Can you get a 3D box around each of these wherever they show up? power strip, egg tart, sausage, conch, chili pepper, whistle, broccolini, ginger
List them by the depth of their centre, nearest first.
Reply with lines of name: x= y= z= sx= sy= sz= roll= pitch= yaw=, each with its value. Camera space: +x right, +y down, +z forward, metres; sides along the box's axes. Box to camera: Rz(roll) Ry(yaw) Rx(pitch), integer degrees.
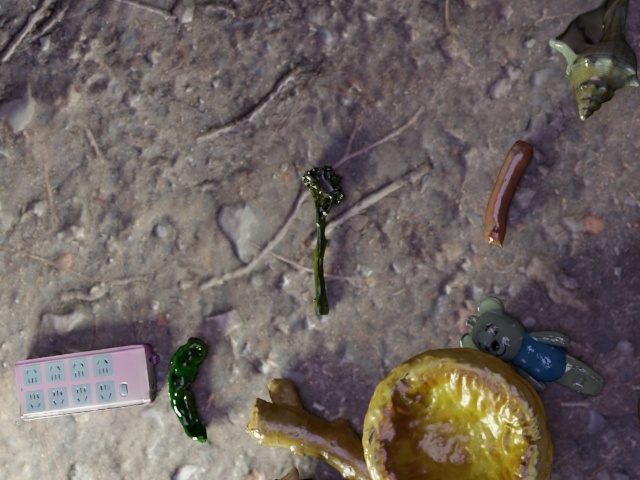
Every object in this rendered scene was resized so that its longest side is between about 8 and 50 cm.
conch: x=0.431 y=-0.286 z=1.835 sx=0.137 sy=0.114 sz=0.234 roll=-1 pitch=51 yaw=5
egg tart: x=0.224 y=0.325 z=1.836 sx=0.319 sy=0.128 sz=0.318 roll=-2 pitch=82 yaw=19
whistle: x=0.338 y=0.182 z=1.846 sx=0.236 sy=0.077 sz=0.114 roll=28 pitch=114 yaw=12
sausage: x=0.303 y=-0.077 z=1.884 sx=0.047 sy=0.040 sz=0.176 roll=20 pitch=93 yaw=9
ginger: x=0.012 y=0.346 z=1.926 sx=0.299 sy=0.065 sz=0.118 roll=32 pitch=76 yaw=13
broccolini: x=0.007 y=-0.001 z=1.971 sx=0.058 sy=0.071 sz=0.254 roll=-3 pitch=94 yaw=-26
chili pepper: x=-0.229 y=0.259 z=2.006 sx=0.073 sy=0.050 sz=0.182 roll=-3 pitch=89 yaw=8
power strip: x=-0.418 y=0.252 z=2.063 sx=0.279 sy=0.037 sz=0.109 roll=-9 pitch=84 yaw=15

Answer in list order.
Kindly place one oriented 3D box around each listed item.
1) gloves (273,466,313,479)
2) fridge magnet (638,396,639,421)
gloves: x=-0.054 y=0.463 z=1.917 sx=0.203 sy=0.124 sz=0.164 roll=-23 pitch=104 yaw=-8
fridge magnet: x=0.553 y=0.251 z=1.768 sx=0.143 sy=0.063 sz=0.143 roll=-27 pitch=45 yaw=30
